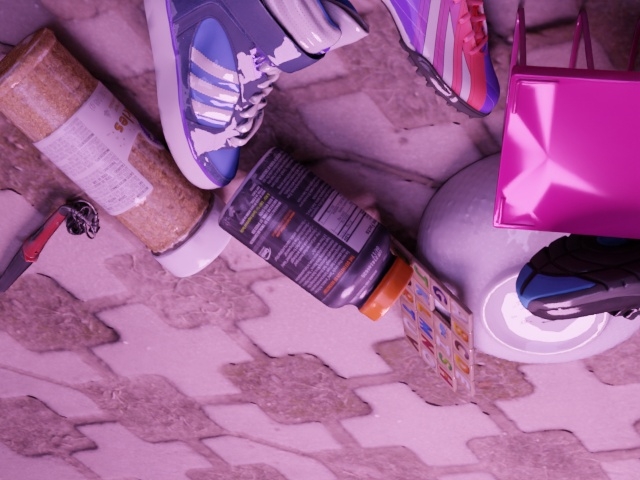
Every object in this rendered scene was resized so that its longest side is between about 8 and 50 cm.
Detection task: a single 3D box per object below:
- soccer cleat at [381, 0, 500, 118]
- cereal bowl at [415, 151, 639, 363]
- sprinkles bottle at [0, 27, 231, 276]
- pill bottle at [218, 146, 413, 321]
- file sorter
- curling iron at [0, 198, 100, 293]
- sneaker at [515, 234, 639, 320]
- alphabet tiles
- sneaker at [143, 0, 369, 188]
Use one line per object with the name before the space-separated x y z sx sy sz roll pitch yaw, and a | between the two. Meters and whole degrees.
soccer cleat | 0.126 -0.266 0.986 0.116 0.108 0.318 -27 119 25
cereal bowl | 0.291 0.049 1.209 0.339 0.141 0.339 6 133 6
sprinkles bottle | -0.265 -0.105 1.188 0.121 0.121 0.355 -27 122 30
pill bottle | 0.000 0.000 1.190 0.246 0.130 0.130 37 129 -2
file sorter | 0.346 -0.135 1.005 0.291 0.182 0.202 5 133 8
curling iron | -0.422 0.019 1.387 0.068 0.035 0.274 40 126 -23
sneaker | 0.389 0.053 1.061 0.341 0.125 0.139 -12 120 -11
alphabet tiles | 0.146 0.108 1.273 0.009 0.198 0.237 -32 142 -16
sneaker | -0.060 -0.195 1.062 0.236 0.130 0.323 3 126 14
